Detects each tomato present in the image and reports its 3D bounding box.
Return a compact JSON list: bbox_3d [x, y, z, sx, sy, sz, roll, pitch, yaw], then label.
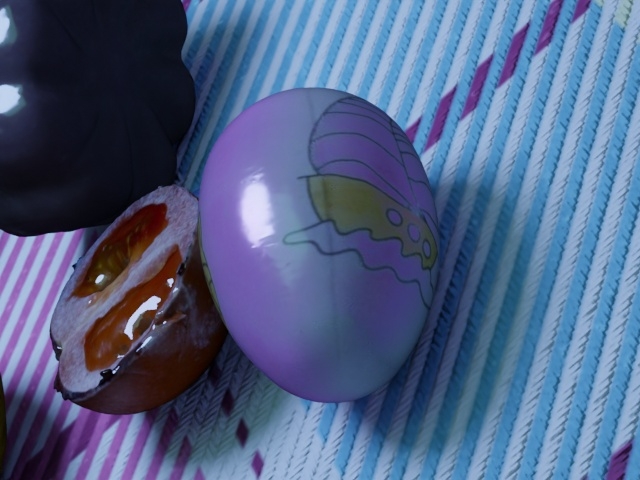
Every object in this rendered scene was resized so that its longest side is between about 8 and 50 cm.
[{"bbox_3d":[-0.133,0.060,1.564,0.199,0.112,0.228,-47,28,18],"label":"tomato"}]

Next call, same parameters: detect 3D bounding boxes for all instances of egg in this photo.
[{"bbox_3d":[0.000,0.000,1.432,0.196,0.196,0.271,-35,35,15],"label":"egg"}]

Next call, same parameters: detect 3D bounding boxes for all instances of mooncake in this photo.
[{"bbox_3d":[-0.244,-0.158,1.743,0.154,0.306,0.306,-7,52,33],"label":"mooncake"}]

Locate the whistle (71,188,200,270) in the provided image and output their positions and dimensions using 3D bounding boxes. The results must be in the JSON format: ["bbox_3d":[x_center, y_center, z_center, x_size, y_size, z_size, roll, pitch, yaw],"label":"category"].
[{"bbox_3d":[-0.089,-0.025,1.651,0.304,0.062,0.062,-28,41,23],"label":"whistle"}]

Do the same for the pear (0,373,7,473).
[{"bbox_3d":[-0.437,0.164,1.632,0.336,0.285,0.285,-12,49,29],"label":"pear"}]
